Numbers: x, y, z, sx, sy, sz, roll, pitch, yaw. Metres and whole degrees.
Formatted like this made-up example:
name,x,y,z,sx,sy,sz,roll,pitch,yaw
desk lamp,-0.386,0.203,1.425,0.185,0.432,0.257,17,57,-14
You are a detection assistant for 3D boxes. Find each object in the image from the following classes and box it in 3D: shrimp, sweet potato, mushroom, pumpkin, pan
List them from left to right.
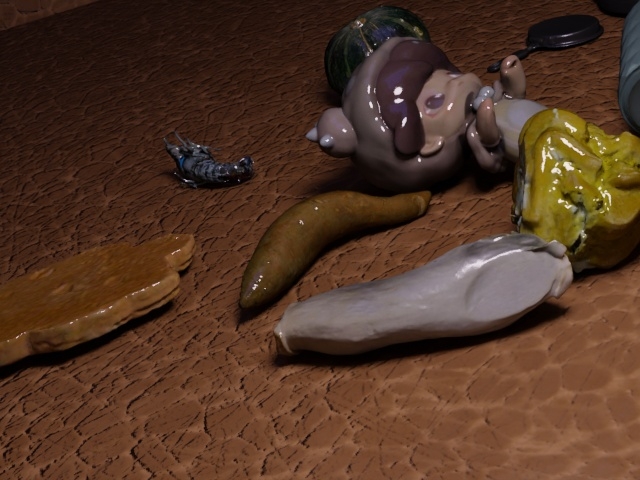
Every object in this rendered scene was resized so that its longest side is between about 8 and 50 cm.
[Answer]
name,x,y,z,sx,sy,sz,roll,pitch,yaw
shrimp,-0.189,-0.125,2.222,0.174,0.082,0.076,13,32,36
sweet potato,-0.002,-0.005,1.859,0.346,0.079,0.108,-29,56,-31
pumpkin,0.097,-0.313,2.369,0.190,0.146,0.190,-14,26,7
mushroom,0.113,0.070,1.596,0.351,0.097,0.109,-14,26,9
pan,0.381,-0.343,2.406,0.235,0.028,0.136,-26,26,-23

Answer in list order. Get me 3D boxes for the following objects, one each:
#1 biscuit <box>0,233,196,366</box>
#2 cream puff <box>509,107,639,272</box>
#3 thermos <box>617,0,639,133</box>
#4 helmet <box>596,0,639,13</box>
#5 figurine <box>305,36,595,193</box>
name,x,y,z,sx,sy,sz,roll,pitch,yaw
biscuit,-0.329,0.080,1.892,0.376,0.051,0.269,-26,23,-24
cream puff,0.319,-0.065,1.675,0.194,0.195,0.221,-12,28,8
thermos,0.500,-0.264,1.991,0.145,0.182,0.286,2,39,13
helmet,0.589,-0.507,2.480,0.230,0.160,0.279,-21,25,-7
figurine,0.189,-0.163,1.956,0.380,0.203,0.248,13,47,25
